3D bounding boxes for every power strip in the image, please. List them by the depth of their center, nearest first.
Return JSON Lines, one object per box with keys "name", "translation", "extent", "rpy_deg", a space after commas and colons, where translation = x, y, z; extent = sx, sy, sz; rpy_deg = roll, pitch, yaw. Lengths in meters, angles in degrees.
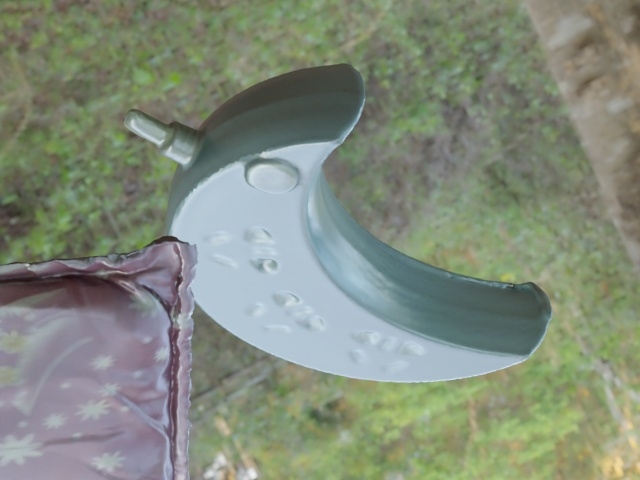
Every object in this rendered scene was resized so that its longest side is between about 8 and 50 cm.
{"name": "power strip", "translation": [0.000, 0.000, 0.709], "extent": [0.168, 0.253, 0.054], "rpy_deg": [-19, -133, 31]}

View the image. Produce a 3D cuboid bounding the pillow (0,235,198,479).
{"name": "pillow", "translation": [-0.094, 0.075, 0.440], "extent": [0.118, 0.185, 0.043], "rpy_deg": [-7, -144, -14]}
